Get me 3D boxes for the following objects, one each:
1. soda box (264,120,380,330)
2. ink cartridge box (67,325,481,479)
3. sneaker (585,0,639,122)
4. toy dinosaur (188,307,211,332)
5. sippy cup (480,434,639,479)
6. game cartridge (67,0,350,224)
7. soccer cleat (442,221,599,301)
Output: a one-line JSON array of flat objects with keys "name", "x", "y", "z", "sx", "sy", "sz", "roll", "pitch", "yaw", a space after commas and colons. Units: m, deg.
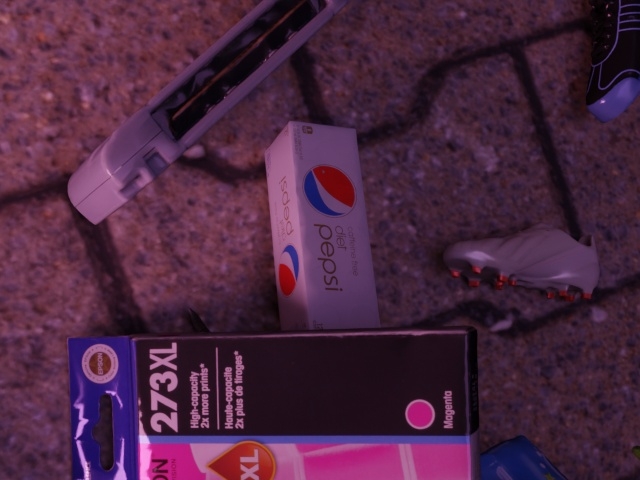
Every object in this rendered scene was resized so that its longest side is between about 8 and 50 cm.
[{"name": "soda box", "x": 0.000, "y": 0.000, "z": 1.110, "sx": 0.073, "sy": 0.069, "sz": 0.216, "roll": 4, "pitch": 66, "yaw": -23}, {"name": "ink cartridge box", "x": -0.051, "y": 0.164, "z": 1.002, "sx": 0.370, "sy": 0.069, "sz": 0.176, "roll": -2, "pitch": 89, "yaw": 15}, {"name": "sneaker", "x": 0.325, "y": -0.241, "z": 1.300, "sx": 0.090, "sy": 0.081, "sz": 0.232, "roll": 32, "pitch": 68, "yaw": -15}, {"name": "toy dinosaur", "x": -0.009, "y": 0.179, "z": 1.081, "sx": 0.313, "sy": 0.121, "sz": 0.160, "roll": 52, "pitch": 37, "yaw": -8}, {"name": "sippy cup", "x": 0.187, "y": 0.316, "z": 1.106, "sx": 0.305, "sy": 0.240, "sz": 0.224, "roll": -24, "pitch": 68, "yaw": -31}, {"name": "game cartridge", "x": -0.096, "y": -0.135, "z": 1.042, "sx": 0.297, "sy": 0.198, "sz": 0.062, "roll": -45, "pitch": 104, "yaw": -20}, {"name": "soccer cleat", "x": 0.209, "y": 0.015, "z": 1.238, "sx": 0.196, "sy": 0.068, "sz": 0.076, "roll": 11, "pitch": 77, "yaw": -29}]
